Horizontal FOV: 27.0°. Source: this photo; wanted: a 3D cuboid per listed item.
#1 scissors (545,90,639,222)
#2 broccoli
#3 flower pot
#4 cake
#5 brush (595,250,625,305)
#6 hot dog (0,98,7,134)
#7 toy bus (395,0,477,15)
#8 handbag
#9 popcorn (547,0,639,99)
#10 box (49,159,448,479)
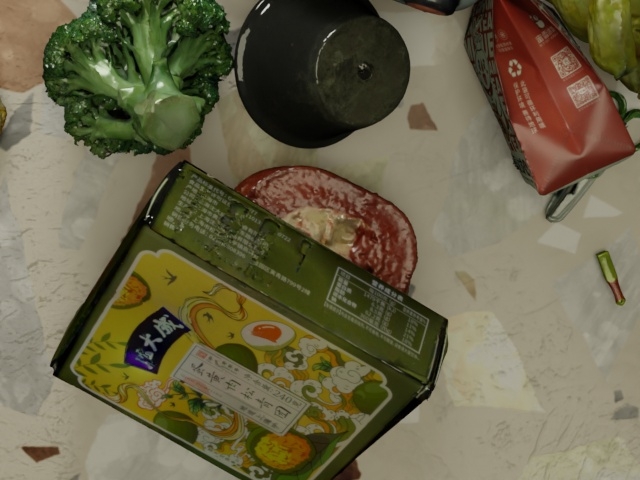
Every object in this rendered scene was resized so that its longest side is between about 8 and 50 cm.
[{"bbox_3d":[0.385,-0.110,1.890,0.101,0.027,0.204,34,94,-4],"label":"scissors"},{"bbox_3d":[-0.230,-0.214,1.712,0.269,0.270,0.270,-11,125,-17],"label":"broccoli"},{"bbox_3d":[0.023,-0.228,1.747,0.235,0.148,0.235,-8,106,-28],"label":"flower pot"},{"bbox_3d":[0.000,0.000,1.826,0.283,0.151,0.177,30,84,-8],"label":"cake"},{"bbox_3d":[0.420,0.055,1.924,0.018,0.021,0.083,-23,95,-1],"label":"brush"},{"bbox_3d":[-0.470,-0.203,1.798,0.078,0.061,0.169,1,124,27],"label":"hot dog"},{"bbox_3d":[0.096,-0.402,1.712,0.287,0.232,0.194,16,96,2],"label":"toy bus"},{"bbox_3d":[0.293,-0.224,1.783,0.151,0.171,0.298,-23,97,5],"label":"handbag"},{"bbox_3d":[0.409,-0.348,1.691,0.290,0.321,0.326,42,65,-5],"label":"popcorn"},{"bbox_3d":[-0.100,0.141,1.748,0.420,0.138,0.373,31,136,-8],"label":"box"}]
